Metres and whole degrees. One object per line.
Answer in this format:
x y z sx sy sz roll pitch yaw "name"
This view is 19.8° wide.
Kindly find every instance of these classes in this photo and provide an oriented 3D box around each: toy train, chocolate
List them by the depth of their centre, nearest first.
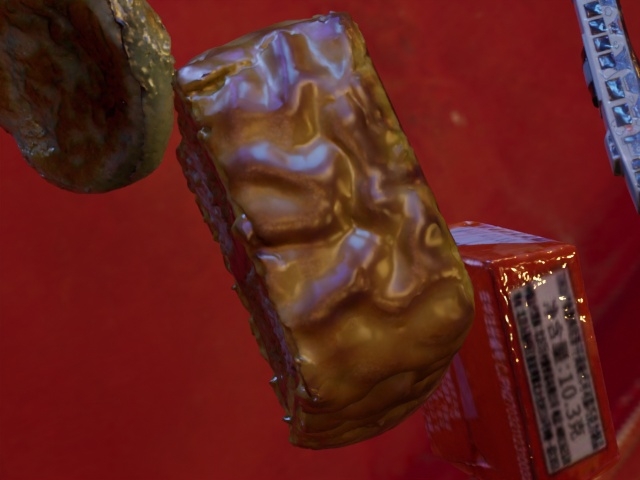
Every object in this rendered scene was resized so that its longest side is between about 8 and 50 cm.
0.235 -0.105 1.418 0.043 0.047 0.207 59 17 -67 "toy train"
0.165 0.104 1.679 0.108 0.235 0.237 -16 101 -18 "chocolate"

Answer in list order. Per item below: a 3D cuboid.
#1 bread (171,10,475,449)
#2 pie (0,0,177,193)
0.000 0.000 0.852 0.096 0.222 0.181 -23 81 -7 "bread"
-0.203 -0.144 1.448 0.054 0.240 0.240 -31 97 -40 "pie"
